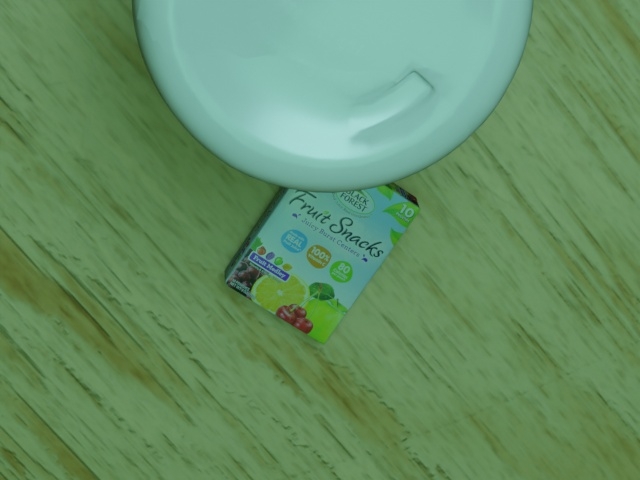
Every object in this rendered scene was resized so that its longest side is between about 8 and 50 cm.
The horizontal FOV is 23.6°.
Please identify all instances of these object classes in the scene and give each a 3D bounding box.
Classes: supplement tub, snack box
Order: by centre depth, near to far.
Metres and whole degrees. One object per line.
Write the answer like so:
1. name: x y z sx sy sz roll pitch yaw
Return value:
1. supplement tub: 0.001 -0.186 1.030 0.241 0.331 0.241 -1 107 -3
2. snack box: 0.000 0.000 1.244 0.100 0.037 0.141 32 103 -13
